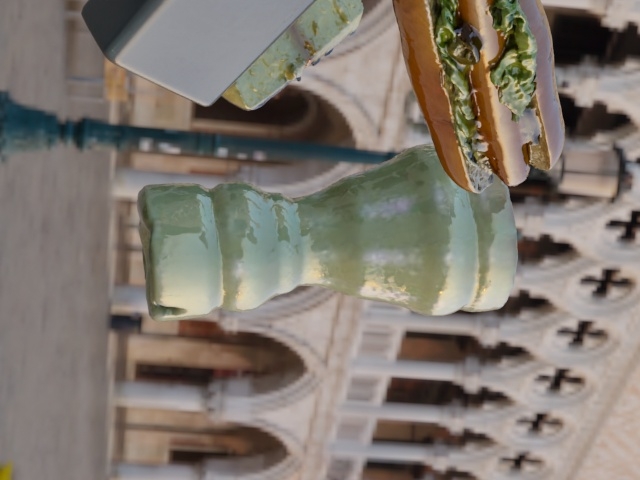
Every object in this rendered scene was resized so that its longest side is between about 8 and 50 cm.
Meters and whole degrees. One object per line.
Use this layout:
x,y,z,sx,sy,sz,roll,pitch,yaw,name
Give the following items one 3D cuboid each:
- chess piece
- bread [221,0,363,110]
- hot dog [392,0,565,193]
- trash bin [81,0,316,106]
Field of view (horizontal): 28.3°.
0.000,0.000,1.574,0.234,0.442,0.234,175,-90,-81,chess piece
-0.103,-0.322,1.789,0.236,0.263,0.198,56,-29,-13,bread
0.148,-0.161,1.163,0.337,0.135,0.100,67,12,-50,hot dog
-0.093,-0.253,1.211,0.236,0.176,0.101,-44,-122,18,trash bin
